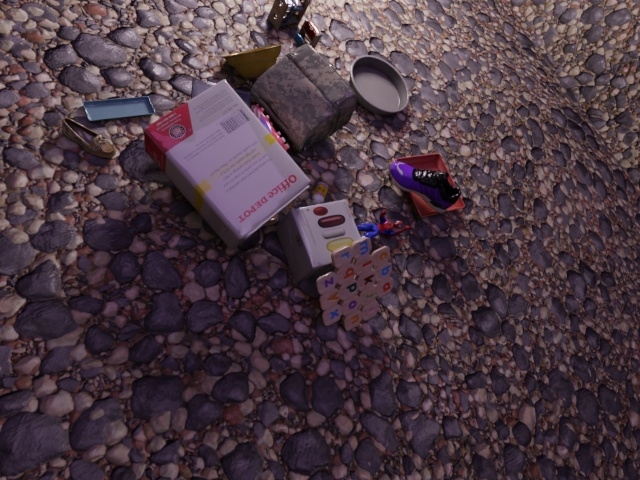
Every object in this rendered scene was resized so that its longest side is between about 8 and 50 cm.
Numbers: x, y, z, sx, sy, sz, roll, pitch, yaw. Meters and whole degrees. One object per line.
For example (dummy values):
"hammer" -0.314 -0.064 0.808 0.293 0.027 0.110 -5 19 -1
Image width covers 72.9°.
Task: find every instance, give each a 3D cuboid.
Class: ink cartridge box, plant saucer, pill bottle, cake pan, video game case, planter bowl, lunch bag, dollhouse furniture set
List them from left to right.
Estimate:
"plant saucer" -0.606 -0.396 1.308 0.191 0.018 0.067 -18 77 -33
"video game case" -0.320 -0.389 1.397 0.195 0.026 0.275 8 64 -25
"ink cartridge box" -0.263 -0.207 1.237 0.279 0.160 0.385 -42 94 -25
"planter bowl" -0.230 -0.629 1.538 0.217 0.217 0.091 -32 122 -34
"dollhouse furniture set" -0.091 -0.876 1.726 0.129 0.129 0.184 -32 85 -34
"lunch bag" -0.066 -0.489 1.517 0.256 0.212 0.305 -38 85 -18
"pill bottle" -0.003 -0.158 1.498 0.043 0.043 0.083 28 58 -14
"cake pan" 0.244 -0.654 1.846 0.292 0.054 0.294 11 64 -23
"plant saucer" 0.434 -0.221 1.754 0.258 0.047 0.259 -13 75 -32

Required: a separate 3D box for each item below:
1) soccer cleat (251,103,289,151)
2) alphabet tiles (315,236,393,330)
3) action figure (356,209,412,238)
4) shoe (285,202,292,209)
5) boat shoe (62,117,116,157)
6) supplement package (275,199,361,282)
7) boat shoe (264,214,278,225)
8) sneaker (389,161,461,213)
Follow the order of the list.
"soccer cleat" -0.196 -0.365 1.455 0.095 0.083 0.248 -35 62 0
"alphabet tiles" 0.110 0.136 1.331 0.277 0.021 0.285 -24 119 -26
"action figure" 0.198 -0.047 1.503 0.280 0.139 0.092 -12 75 -34
"shoe" -0.137 -0.195 1.435 0.058 0.077 0.219 -11 65 -10
"boat shoe" -0.649 -0.288 1.217 0.152 0.048 0.056 33 57 -10
"supplement package" 0.000 0.000 1.365 0.202 0.149 0.194 -14 75 -31
"boat shoe" -0.205 -0.085 1.350 0.169 0.059 0.063 2 67 -26
"sneaker" 0.403 -0.228 1.624 0.293 0.146 0.102 30 58 -13
